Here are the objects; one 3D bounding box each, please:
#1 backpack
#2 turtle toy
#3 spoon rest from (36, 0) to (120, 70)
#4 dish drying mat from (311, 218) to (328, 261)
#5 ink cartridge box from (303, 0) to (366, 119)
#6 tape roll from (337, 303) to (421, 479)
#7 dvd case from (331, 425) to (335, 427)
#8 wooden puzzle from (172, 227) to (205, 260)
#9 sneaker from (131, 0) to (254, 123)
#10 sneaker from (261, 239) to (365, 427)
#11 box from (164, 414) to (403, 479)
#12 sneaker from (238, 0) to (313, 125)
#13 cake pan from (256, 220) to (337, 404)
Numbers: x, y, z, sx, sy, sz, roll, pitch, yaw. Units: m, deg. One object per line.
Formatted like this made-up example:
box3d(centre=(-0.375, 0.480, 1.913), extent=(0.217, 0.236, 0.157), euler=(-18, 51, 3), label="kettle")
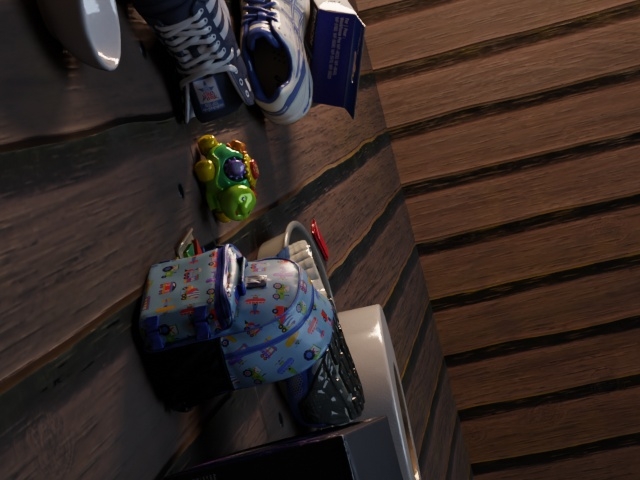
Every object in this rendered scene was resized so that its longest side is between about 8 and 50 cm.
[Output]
box3d(centre=(-0.080, 0.076, 1.224), extent=(0.158, 0.173, 0.117), euler=(-83, 158, -58), label="backpack")
box3d(centre=(-0.110, -0.071, 1.520), extent=(0.130, 0.066, 0.095), euler=(-91, 163, -48), label="turtle toy")
box3d(centre=(-0.232, -0.259, 1.090), extent=(0.276, 0.084, 0.137), euler=(58, 22, -56), label="spoon rest")
box3d(centre=(0.000, 0.000, 2.136), extent=(0.083, 0.008, 0.032), euler=(64, 16, -49), label="dish drying mat")
box3d(centre=(-0.005, -0.342, 2.026), extent=(0.333, 0.065, 0.165), euler=(-116, -152, -56), label="ink cartridge box")
box3d(centre=(0.097, 0.291, 1.835), extent=(0.392, 0.072, 0.392), euler=(-12, 90, -86), label="tape roll")
box3d(centre=(0.013, 0.294, 1.718), extent=(0.087, 0.013, 0.119), euler=(-63, 168, 1), label="dvd case")
box3d(centre=(-0.141, 0.029, 1.387), extent=(0.116, 0.014, 0.079), euler=(-80, 155, -64), label="wooden puzzle")
box3d(centre=(-0.150, -0.229, 1.426), extent=(0.282, 0.099, 0.153), euler=(38, 38, -77), label="sneaker")
box3d(centre=(-0.046, 0.118, 1.375), extent=(0.330, 0.147, 0.130), euler=(-116, -174, -66), label="sneaker")
box3d(centre=(-0.025, 0.254, 1.261), extent=(0.261, 0.184, 0.103), euler=(19, 59, -78), label="box")
box3d(centre=(-0.074, -0.331, 1.887), extent=(0.131, 0.111, 0.297), euler=(21, 56, -76), label="sneaker")
box3d(centre=(-0.027, 0.120, 1.745), extent=(0.293, 0.054, 0.293), euler=(-13, 90, -79), label="cake pan")
